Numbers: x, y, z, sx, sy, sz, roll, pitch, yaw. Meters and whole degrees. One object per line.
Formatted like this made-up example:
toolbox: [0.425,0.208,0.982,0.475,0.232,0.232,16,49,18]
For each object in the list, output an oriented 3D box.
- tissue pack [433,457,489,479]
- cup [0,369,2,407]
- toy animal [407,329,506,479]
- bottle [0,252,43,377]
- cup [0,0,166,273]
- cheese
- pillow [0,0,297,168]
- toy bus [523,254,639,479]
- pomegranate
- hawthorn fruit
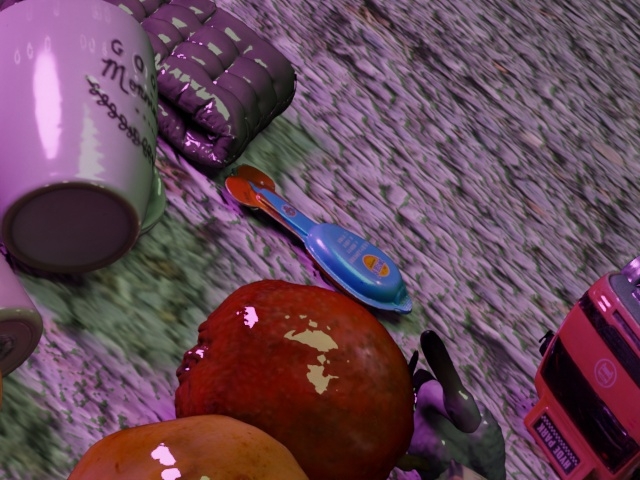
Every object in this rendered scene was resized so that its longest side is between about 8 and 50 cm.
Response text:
tissue pack: [0.214,0.369,1.710,0.344,0.125,0.242,35,25,-9]
cup: [-0.392,0.108,1.455,0.226,0.182,0.264,19,8,36]
toy animal: [0.122,0.185,1.843,0.195,0.090,0.324,55,-6,2]
bottle: [-0.340,0.014,1.675,0.110,0.110,0.233,-1,46,-47]
cup: [-0.227,-0.075,1.890,0.258,0.186,0.234,47,24,-45]
cheese: [0.000,0.000,2.132,0.256,0.037,0.106,37,28,4]
pillow: [-0.189,-0.230,2.206,0.326,0.101,0.228,35,32,2]
toy bus: [0.433,0.162,2.164,0.427,0.233,0.203,6,41,-46]
pomegranate: [-0.101,0.241,1.485,0.233,0.233,0.233,26,31,-17]
hawthorn fruit: [-0.004,0.151,1.733,0.253,0.205,0.205,25,31,-11]
